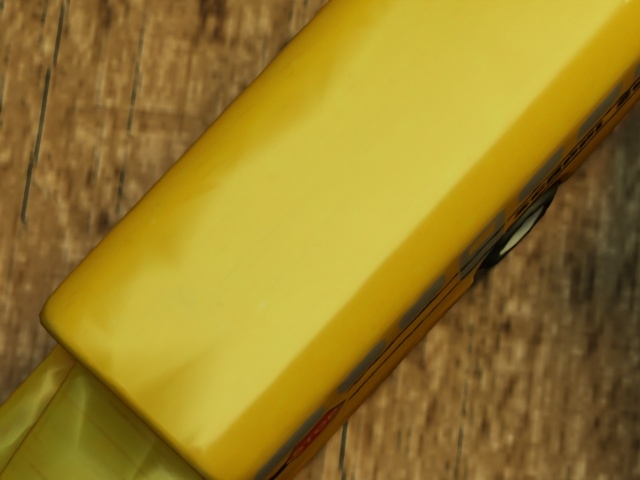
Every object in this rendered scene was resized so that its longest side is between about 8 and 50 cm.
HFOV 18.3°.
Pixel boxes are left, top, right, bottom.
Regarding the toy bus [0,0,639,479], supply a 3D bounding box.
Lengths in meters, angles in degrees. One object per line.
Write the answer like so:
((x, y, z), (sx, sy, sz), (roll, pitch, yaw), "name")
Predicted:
((0.000, 0.000, 0.785), (0.108, 0.130, 0.332), (42, 85, 10), "toy bus")
